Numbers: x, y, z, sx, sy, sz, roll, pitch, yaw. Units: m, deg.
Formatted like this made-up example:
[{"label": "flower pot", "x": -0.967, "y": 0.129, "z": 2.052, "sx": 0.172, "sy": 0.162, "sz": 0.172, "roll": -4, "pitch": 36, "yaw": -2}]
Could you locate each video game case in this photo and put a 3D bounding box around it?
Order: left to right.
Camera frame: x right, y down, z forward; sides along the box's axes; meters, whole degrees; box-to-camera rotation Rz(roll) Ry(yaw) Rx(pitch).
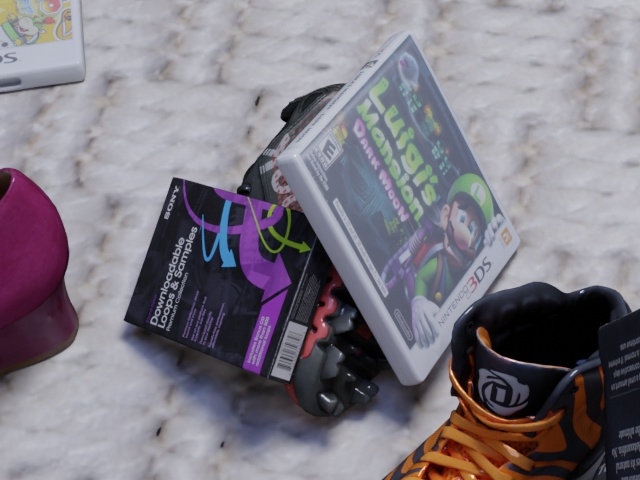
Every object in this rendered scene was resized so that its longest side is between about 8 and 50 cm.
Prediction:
[{"label": "video game case", "x": -0.313, "y": -0.214, "z": 1.421, "sx": 0.206, "sy": 0.026, "sz": 0.227, "roll": -8, "pitch": 53, "yaw": -2}, {"label": "video game case", "x": 0.061, "y": -0.025, "z": 1.140, "sx": 0.022, "sy": 0.190, "sz": 0.173, "roll": -11, "pitch": 28, "yaw": 41}]

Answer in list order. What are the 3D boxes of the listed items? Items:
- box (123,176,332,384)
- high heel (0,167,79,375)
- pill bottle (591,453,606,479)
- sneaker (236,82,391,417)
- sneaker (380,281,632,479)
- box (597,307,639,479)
[{"label": "box", "x": -0.065, "y": 0.025, "z": 1.152, "sx": 0.162, "sy": 0.029, "sz": 0.116, "roll": 16, "pitch": 86, "yaw": 45}, {"label": "high heel", "x": -0.352, "y": 0.067, "z": 1.116, "sx": 0.377, "sy": 0.181, "sz": 0.127, "roll": -27, "pitch": 56, "yaw": -15}, {"label": "pill bottle", "x": 0.209, "y": 0.206, "z": 0.998, "sx": 0.130, "sy": 0.130, "sz": 0.246, "roll": 22, "pitch": 57, "yaw": 20}, {"label": "sneaker", "x": 0.000, "y": 0.000, "z": 1.194, "sx": 0.135, "sy": 0.097, "sz": 0.276, "roll": -2, "pitch": 63, "yaw": 27}, {"label": "sneaker", "x": 0.085, "y": 0.138, "z": 1.027, "sx": 0.124, "sy": 0.180, "sz": 0.321, "roll": 31, "pitch": 61, "yaw": 25}, {"label": "box", "x": 0.312, "y": 0.179, "z": 0.832, "sx": 0.296, "sy": 0.183, "sz": 0.294, "roll": 1, "pitch": 79, "yaw": -8}]
